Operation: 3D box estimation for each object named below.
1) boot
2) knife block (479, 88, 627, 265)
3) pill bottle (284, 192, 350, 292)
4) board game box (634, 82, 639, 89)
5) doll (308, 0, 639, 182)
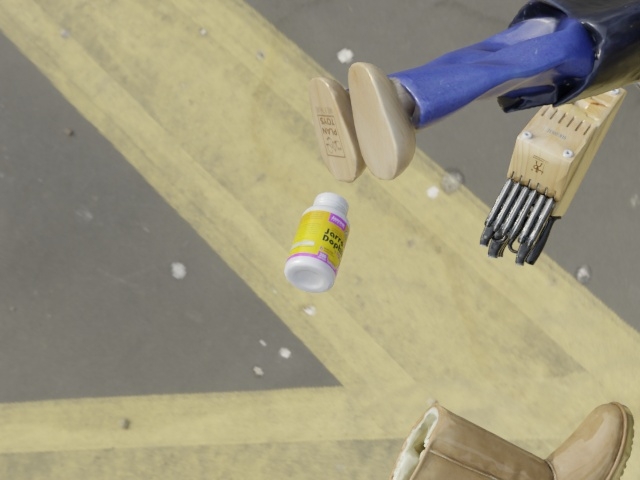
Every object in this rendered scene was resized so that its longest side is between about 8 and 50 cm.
[{"bbox_3d":[0.257,0.278,1.328,0.269,0.089,0.236,26,86,-15],"label":"boot"},{"bbox_3d":[0.346,-0.094,1.540,0.088,0.242,0.276,29,56,19],"label":"knife block"},{"bbox_3d":[0.000,0.000,0.851,0.043,0.043,0.083,1,51,21],"label":"pill bottle"},{"bbox_3d":[0.549,-0.248,1.223,0.303,0.097,0.224,-45,79,12],"label":"board game box"},{"bbox_3d":[0.091,-0.070,0.384,0.189,0.129,0.046,-19,99,-19],"label":"doll"}]
